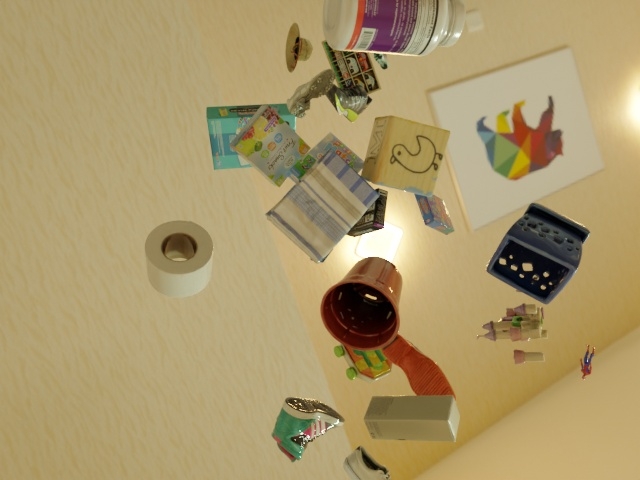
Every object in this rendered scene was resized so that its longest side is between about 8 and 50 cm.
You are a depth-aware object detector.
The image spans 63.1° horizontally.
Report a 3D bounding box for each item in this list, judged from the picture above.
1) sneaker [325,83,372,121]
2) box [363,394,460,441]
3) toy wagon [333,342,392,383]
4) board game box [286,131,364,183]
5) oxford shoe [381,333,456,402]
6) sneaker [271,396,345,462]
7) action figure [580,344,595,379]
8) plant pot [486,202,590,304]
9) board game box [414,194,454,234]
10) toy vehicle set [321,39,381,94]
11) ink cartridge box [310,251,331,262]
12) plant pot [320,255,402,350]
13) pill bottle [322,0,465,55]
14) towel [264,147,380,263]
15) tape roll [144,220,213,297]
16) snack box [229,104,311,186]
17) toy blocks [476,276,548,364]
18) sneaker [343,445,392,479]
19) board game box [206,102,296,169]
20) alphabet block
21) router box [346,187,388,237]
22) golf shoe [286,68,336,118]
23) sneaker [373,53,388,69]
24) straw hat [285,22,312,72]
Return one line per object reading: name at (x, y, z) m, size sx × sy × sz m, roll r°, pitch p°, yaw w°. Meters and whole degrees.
sneaker at (0.104, -0.534, 1.930) m, size 0.121 × 0.111 × 0.300 m, roll -37°, pitch 170°, yaw 18°
box at (0.284, 0.552, 1.624) m, size 0.275 × 0.094 × 0.113 m, roll -9°, pitch -155°, yaw 29°
toy wagon at (0.193, 0.501, 2.469) m, size 0.267 × 0.344 × 0.068 m, roll -14°, pitch 151°, yaw -33°
board game box at (0.022, -0.222, 1.631) m, size 0.211 × 0.160 × 0.039 m, roll -47°, pitch 176°, yaw -28°
oxford shoe at (0.374, 0.473, 1.890) m, size 0.130 × 0.132 × 0.364 m, roll -50°, pitch -133°, yaw 9°
sneaker at (-0.049, 0.607, 1.647) m, size 0.123 × 0.178 × 0.295 m, roll 29°, pitch 179°, yaw 43°
action figure at (0.893, 0.409, 1.747) m, size 0.030 × 0.115 × 0.038 m, roll 7°, pitch -177°, yaw -36°
plant pot at (0.719, 0.030, 1.709) m, size 0.212 × 0.236 × 0.236 m, roll -49°, pitch 159°, yaw -28°
board game box at (0.487, -0.121, 2.222) m, size 0.047 × 0.160 × 0.210 m, roll -29°, pitch 153°, yaw 29°
toy vehicle set at (0.128, -0.721, 2.152) m, size 0.166 × 0.267 × 0.035 m, roll -21°, pitch -163°, yaw 9°
ink cartridge box at (0.000, 0.000, 1.776) m, size 0.052 × 0.122 × 0.088 m, roll 11°, pitch -142°, yaw 25°
plant pot at (0.169, 0.198, 1.831) m, size 0.272 × 0.272 × 0.265 m, roll -15°, pitch -162°, yaw 26°
pill bottle at (0.177, -0.547, 1.264) m, size 0.322 × 0.182 × 0.181 m, roll -3°, pitch -177°, yaw -18°
towel at (0.009, -0.099, 1.486) m, size 0.285 × 0.209 × 0.034 m, roll -47°, pitch -174°, yaw -10°
tape roll at (-0.527, 0.070, 1.950) m, size 0.246 × 0.246 × 0.169 m, roll -24°, pitch 152°, yaw -29°
snack box at (-0.161, -0.306, 1.698) m, size 0.174 × 0.207 × 0.070 m, roll -53°, pitch -147°, yaw -5°
toy blocks at (0.852, 0.358, 2.333) m, size 0.260 × 0.309 × 0.288 m, roll -8°, pitch -167°, yaw 29°
sneaker at (0.177, 0.730, 1.555) m, size 0.094 × 0.258 × 0.091 m, roll 3°, pitch 122°, yaw -58°
board game box at (-0.267, -0.409, 2.063) m, size 0.336 × 0.254 × 0.079 m, roll -5°, pitch -131°, yaw -8°
alphabet block at (0.246, -0.252, 1.553) m, size 0.192 × 0.197 × 0.193 m, roll 11°, pitch -170°, yaw -12°
router box at (0.154, -0.091, 1.771) m, size 0.046 × 0.133 × 0.179 m, roll 16°, pitch 164°, yaw -26°
golf shoe at (-0.035, -0.449, 1.540) m, size 0.176 × 0.086 × 0.069 m, roll -42°, pitch 142°, yaw 9°
sneaker at (0.240, -0.738, 2.082) m, size 0.038 × 0.098 × 0.069 m, roll -14°, pitch -130°, yaw 25°
straw hat at (-0.057, -0.576, 1.573) m, size 0.061 × 0.145 × 0.144 m, roll 0°, pitch -179°, yaw -21°
